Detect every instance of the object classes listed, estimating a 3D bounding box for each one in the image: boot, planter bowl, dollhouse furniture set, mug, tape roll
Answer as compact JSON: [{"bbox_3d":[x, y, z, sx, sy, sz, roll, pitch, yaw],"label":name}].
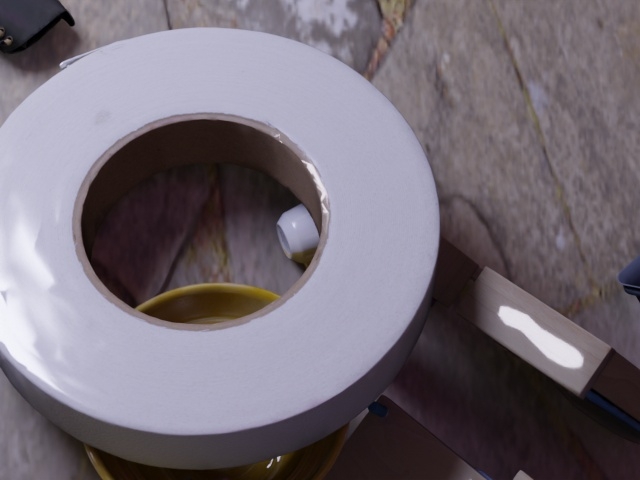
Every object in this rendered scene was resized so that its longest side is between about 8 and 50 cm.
[{"bbox_3d":[-0.320,-0.195,1.359,0.198,0.077,0.137,-39,92,-22],"label":"boot"},{"bbox_3d":[-0.084,0.150,1.296,0.217,0.090,0.217,0,58,0],"label":"planter bowl"},{"bbox_3d":[0.113,0.185,1.367,0.286,0.198,0.303,35,90,37],"label":"dollhouse furniture set"},{"bbox_3d":[0.000,-0.003,1.400,0.064,0.062,0.078,-20,73,-13],"label":"mug"},{"bbox_3d":[-0.096,-0.004,1.295,0.392,0.072,0.392,0,58,0],"label":"tape roll"}]

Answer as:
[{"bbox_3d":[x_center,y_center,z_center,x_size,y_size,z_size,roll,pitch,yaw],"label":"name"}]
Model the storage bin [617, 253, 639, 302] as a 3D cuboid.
[{"bbox_3d":[0.353,0.041,1.482,0.135,0.098,0.091,-37,114,-24],"label":"storage bin"}]
